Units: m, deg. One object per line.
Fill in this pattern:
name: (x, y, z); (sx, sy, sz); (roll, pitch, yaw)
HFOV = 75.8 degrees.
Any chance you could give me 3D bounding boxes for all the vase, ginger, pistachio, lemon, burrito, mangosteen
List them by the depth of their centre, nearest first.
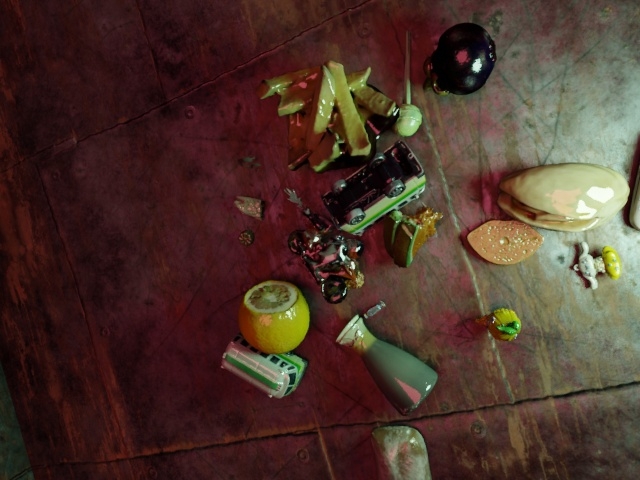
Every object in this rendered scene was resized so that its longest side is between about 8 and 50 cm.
pistachio: (0.666, -0.127, 1.145); (0.317, 0.214, 0.194); (11, 140, 22)
mangosteen: (0.389, -0.515, 1.198); (0.230, 0.194, 0.194); (-9, 92, 42)
ginger: (-0.002, -0.387, 1.233); (0.413, 0.211, 0.359); (24, 88, 34)
vase: (0.204, 0.389, 1.332); (0.321, 0.173, 0.173); (42, 104, 15)
lemon: (-0.154, 0.272, 1.389); (0.240, 0.240, 0.219); (5, 121, 16)
burrito: (-0.259, -0.120, 1.480); (0.118, 0.044, 0.075); (14, 102, 11)

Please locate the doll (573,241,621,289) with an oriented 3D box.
doll: (0.795, 0.062, 1.187); (0.113, 0.071, 0.135); (-42, 76, 34)

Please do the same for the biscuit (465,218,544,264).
biscuit: (0.563, 0.005, 1.259); (0.220, 0.029, 0.142); (-2, 93, 16)

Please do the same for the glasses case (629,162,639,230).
glasses case: (0.931, -0.164, 1.115); (0.113, 0.075, 0.297); (9, 96, 18)

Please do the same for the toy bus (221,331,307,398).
toy bus: (-0.202, 0.436, 1.445); (0.275, 0.164, 0.134); (26, 102, 13)

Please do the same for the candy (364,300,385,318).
candy: (0.181, 0.234, 1.392); (0.083, 0.020, 0.030); (-37, 84, 18)

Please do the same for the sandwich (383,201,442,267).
sandwich: (0.285, -0.022, 1.299); (0.109, 0.159, 0.185); (41, 147, 36)

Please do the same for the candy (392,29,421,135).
candy: (0.270, -0.495, 1.289); (0.092, 0.093, 0.336); (3, 86, -27)

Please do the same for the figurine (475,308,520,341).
figurine: (0.527, 0.251, 1.223); (0.114, 0.156, 0.095); (-4, 94, 14)

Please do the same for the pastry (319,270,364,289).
pastry: (0.062, 0.135, 1.396); (0.169, 0.063, 0.087); (-9, 94, 16)

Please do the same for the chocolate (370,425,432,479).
chocolate: (0.275, 0.784, 1.376); (0.185, 0.100, 0.304); (-11, 94, 13)

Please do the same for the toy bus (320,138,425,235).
toy bus: (0.179, -0.149, 1.277); (0.305, 0.179, 0.143); (-35, 62, 16)

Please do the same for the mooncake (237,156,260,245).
mooncake: (-0.247, -0.132, 1.412); (0.150, 0.057, 0.347); (-5, 124, 9)

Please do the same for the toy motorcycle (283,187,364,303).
toy motorcycle: (0.000, 0.000, 1.346); (0.207, 0.134, 0.401); (-38, 73, 4)
